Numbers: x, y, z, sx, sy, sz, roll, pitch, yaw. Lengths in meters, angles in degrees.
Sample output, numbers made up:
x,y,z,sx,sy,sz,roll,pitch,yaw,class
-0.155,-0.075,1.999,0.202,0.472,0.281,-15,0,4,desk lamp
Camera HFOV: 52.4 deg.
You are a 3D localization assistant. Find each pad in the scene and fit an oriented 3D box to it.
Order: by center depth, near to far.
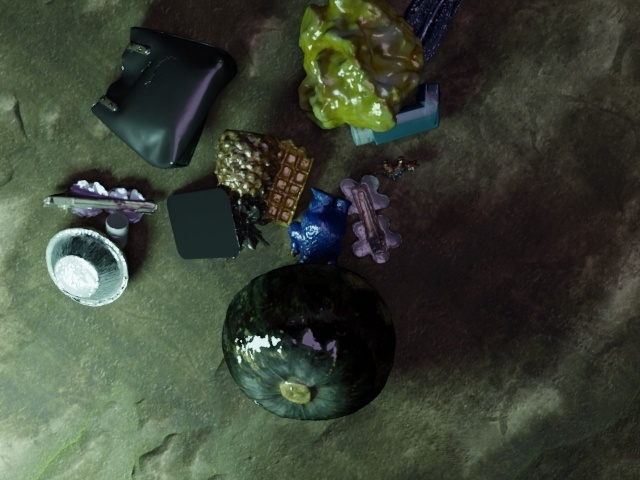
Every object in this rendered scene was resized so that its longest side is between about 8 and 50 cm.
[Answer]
x,y,z,sx,sy,sz,roll,pitch,yaw,class
-0.309,-0.039,1.686,0.004,0.267,0.181,-20,103,-46,pad

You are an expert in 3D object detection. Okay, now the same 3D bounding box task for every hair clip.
x,y,z,sx,sy,sz,roll,pitch,yaw,class
-0.580,-0.104,1.719,0.292,0.084,0.106,5,95,-11,hair clip
0.131,-0.056,1.783,0.146,0.075,0.257,-17,93,16,hair clip

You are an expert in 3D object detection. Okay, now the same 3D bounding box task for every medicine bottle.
x,y,z,sx,sy,sz,roll,pitch,yaw,class
-0.538,-0.024,1.718,0.058,0.058,0.091,17,140,-7,medicine bottle
0.207,-0.333,1.741,0.258,0.079,0.124,-18,103,-1,medicine bottle

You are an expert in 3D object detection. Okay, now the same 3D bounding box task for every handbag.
x,y,z,sx,sy,sz,roll,pitch,yaw,class
-0.409,-0.373,1.661,0.288,0.152,0.342,29,92,3,handbag

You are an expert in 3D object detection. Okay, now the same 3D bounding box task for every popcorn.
x,y,z,sx,sy,sz,roll,pitch,yaw,class
0.090,-0.443,1.628,0.294,0.292,0.334,9,91,-18,popcorn

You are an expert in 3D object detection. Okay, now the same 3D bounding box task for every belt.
x,y,z,sx,sy,sz,roll,pitch,yaw,class
0.269,-0.556,1.687,0.122,0.128,0.218,26,95,-7,belt

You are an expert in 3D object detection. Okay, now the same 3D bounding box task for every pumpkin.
x,y,z,sx,sy,sz,roll,pitch,yaw,class
-0.027,0.257,1.669,0.455,0.344,0.454,5,132,5,pumpkin

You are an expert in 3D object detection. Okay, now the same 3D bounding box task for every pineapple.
x,y,z,sx,sy,sz,roll,pitch,yaw,class
-0.197,-0.106,1.651,0.169,0.169,0.340,7,99,-5,pineapple

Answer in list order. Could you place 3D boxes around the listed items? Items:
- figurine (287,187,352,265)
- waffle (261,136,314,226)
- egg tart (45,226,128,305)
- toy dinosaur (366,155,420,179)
x,y,z,sx,sy,sz,roll,pitch,yaw,class
-0.005,-0.007,1.732,0.164,0.120,0.262,5,111,-13,figurine
-0.148,-0.175,1.747,0.219,0.057,0.229,19,98,-6,waffle
-0.619,0.075,1.703,0.234,0.094,0.234,4,115,9,egg tart
0.195,-0.194,1.777,0.154,0.049,0.055,-15,115,9,toy dinosaur
